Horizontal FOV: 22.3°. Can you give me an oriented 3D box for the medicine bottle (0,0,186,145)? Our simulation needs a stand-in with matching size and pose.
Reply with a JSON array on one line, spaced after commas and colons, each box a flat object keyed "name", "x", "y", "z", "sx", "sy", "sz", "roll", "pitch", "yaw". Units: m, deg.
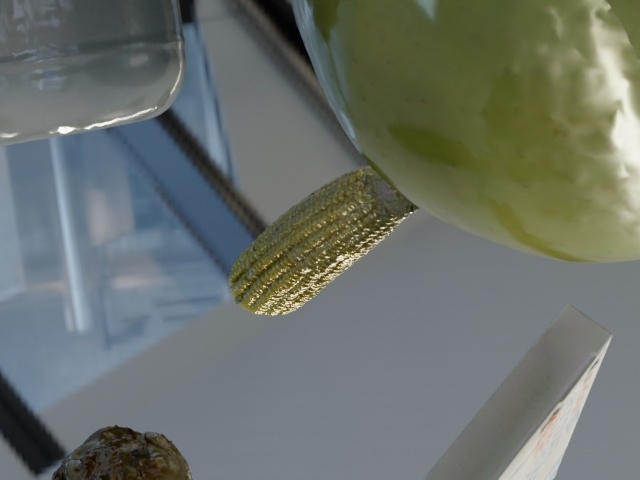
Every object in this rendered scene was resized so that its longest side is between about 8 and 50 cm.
[{"name": "medicine bottle", "x": -0.217, "y": -0.207, "z": 0.951, "sx": 0.245, "sy": 0.306, "sz": 0.245, "roll": -8, "pitch": -174, "yaw": 1}]

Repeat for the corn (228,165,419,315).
[{"name": "corn", "x": 0.000, "y": 0.000, "z": 1.223, "sx": 0.085, "sy": 0.063, "sz": 0.165, "roll": 12, "pitch": 142, "yaw": -42}]

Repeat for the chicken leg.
[{"name": "chicken leg", "x": -0.095, "y": 0.232, "z": 1.006, "sx": 0.087, "sy": 0.251, "sz": 0.107, "roll": -19, "pitch": 168, "yaw": -6}]

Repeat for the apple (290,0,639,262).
[{"name": "apple", "x": 0.148, "y": -0.160, "z": 0.922, "sx": 0.357, "sy": 0.357, "sz": 0.357, "roll": -7, "pitch": -172, "yaw": 1}]

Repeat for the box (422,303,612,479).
[{"name": "box", "x": 0.105, "y": 0.206, "z": 1.202, "sx": 0.048, "sy": 0.273, "sz": 0.265, "roll": 35, "pitch": -114, "yaw": 17}]
